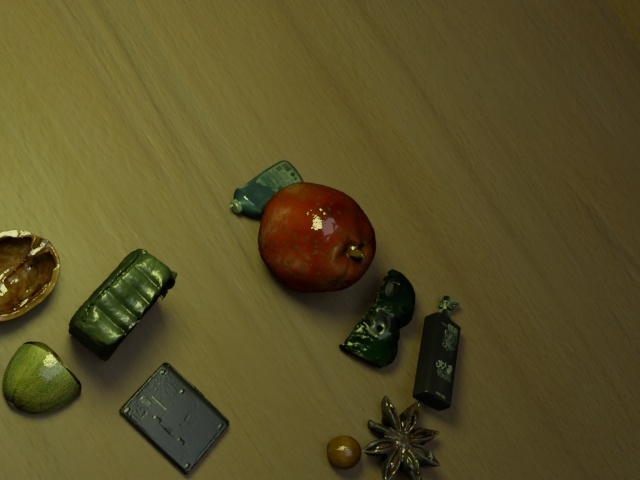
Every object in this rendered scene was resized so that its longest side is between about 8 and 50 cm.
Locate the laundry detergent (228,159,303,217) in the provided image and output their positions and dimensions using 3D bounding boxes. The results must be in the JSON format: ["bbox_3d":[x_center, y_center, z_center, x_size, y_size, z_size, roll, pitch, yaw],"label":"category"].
[{"bbox_3d":[-0.143,-0.122,1.793,0.206,0.061,0.097,-33,92,-29],"label":"laundry detergent"}]

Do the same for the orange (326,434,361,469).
[{"bbox_3d":[0.055,0.500,1.685,0.084,0.085,0.085,8,71,-23],"label":"orange"}]

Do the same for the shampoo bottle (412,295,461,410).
[{"bbox_3d":[0.309,0.281,1.859,0.098,0.071,0.310,31,51,-21],"label":"shampoo bottle"}]

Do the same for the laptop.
[{"bbox_3d":[-0.317,0.389,1.571,0.207,0.026,0.154,46,62,-5],"label":"laptop"}]

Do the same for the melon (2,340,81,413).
[{"bbox_3d":[-0.574,0.289,1.451,0.160,0.079,0.128,44,60,-7],"label":"melon"}]

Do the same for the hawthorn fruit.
[{"bbox_3d":[0.000,0.000,1.703,0.275,0.299,0.276,-16,113,-41],"label":"hawthorn fruit"}]

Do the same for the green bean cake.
[{"bbox_3d":[-0.416,0.132,1.491,0.125,0.227,0.223,44,61,-9],"label":"green bean cake"}]

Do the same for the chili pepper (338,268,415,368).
[{"bbox_3d":[0.174,0.192,1.811,0.148,0.116,0.265,36,63,-14],"label":"chili pepper"}]

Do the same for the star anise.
[{"bbox_3d":[0.200,0.511,1.742,0.230,0.081,0.263,-4,64,-34],"label":"star anise"}]

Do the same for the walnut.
[{"bbox_3d":[-0.649,0.076,1.479,0.167,0.087,0.211,50,63,-11],"label":"walnut"}]
